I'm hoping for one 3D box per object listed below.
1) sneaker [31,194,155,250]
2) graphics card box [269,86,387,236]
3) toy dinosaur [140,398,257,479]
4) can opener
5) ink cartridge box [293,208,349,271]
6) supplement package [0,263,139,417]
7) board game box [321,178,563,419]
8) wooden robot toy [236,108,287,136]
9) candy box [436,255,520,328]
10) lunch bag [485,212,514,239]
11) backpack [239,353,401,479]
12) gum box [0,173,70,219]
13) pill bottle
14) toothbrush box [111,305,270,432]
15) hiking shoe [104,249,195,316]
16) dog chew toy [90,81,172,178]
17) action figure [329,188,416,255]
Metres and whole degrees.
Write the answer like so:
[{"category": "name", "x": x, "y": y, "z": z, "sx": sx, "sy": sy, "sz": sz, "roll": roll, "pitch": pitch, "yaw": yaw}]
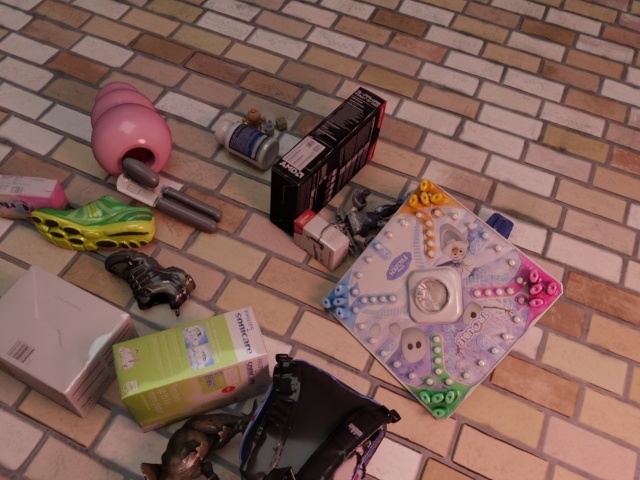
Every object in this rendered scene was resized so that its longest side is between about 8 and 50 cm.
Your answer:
[{"category": "sneaker", "x": -0.563, "y": -0.046, "z": 1.499, "sx": 0.295, "sy": 0.109, "sz": 0.123, "roll": 4, "pitch": 46, "yaw": -8}, {"category": "graphics card box", "x": 0.018, "y": -0.203, "z": 1.548, "sx": 0.094, "sy": 0.233, "sz": 0.371, "roll": 34, "pitch": 61, "yaw": 14}, {"category": "toy dinosaur", "x": -0.244, "y": 0.400, "z": 1.185, "sx": 0.160, "sy": 0.121, "sz": 0.313, "roll": -4, "pitch": 33, "yaw": 34}, {"category": "can opener", "x": -0.382, "y": -0.107, "z": 1.512, "sx": 0.280, "sy": 0.093, "sz": 0.074, "roll": 28, "pitch": 57, "yaw": -10}, {"category": "ink cartridge box", "x": 0.000, "y": 0.000, "z": 1.487, "sx": 0.135, "sy": 0.099, "sz": 0.056, "roll": 36, "pitch": 61, "yaw": 21}, {"category": "supplement package", "x": -0.563, "y": 0.214, "z": 1.284, "sx": 0.262, "sy": 0.145, "sz": 0.204, "roll": 24, "pitch": 57, "yaw": 14}, {"category": "board game box", "x": 0.246, "y": 0.121, "z": 1.312, "sx": 0.390, "sy": 0.050, "sz": 0.390, "roll": 43, "pitch": 100, "yaw": 24}, {"category": "wooden robot toy", "x": -0.182, "y": -0.342, "z": 1.725, "sx": 0.173, "sy": 0.079, "sz": 0.076, "roll": -4, "pitch": 56, "yaw": -5}, {"category": "candy box", "x": 0.358, "y": 0.138, "z": 1.376, "sx": 0.071, "sy": 0.159, "sz": 0.233, "roll": -35, "pitch": 65, "yaw": -25}, {"category": "lunch bag", "x": 0.455, "y": -0.024, "z": 1.548, "sx": 0.067, "sy": 0.065, "sz": 0.098, "roll": 34, "pitch": 61, "yaw": 19}, {"category": "backpack", "x": -0.029, "y": 0.399, "z": 1.147, "sx": 0.276, "sy": 0.213, "sz": 0.263, "roll": 24, "pitch": 47, "yaw": 20}, {"category": "gum box", "x": -0.751, "y": -0.107, "z": 1.517, "sx": 0.188, "sy": 0.107, "sz": 0.062, "roll": 6, "pitch": 55, "yaw": 1}, {"category": "pill bottle", "x": -0.207, "y": -0.273, "z": 1.667, "sx": 0.169, "sy": 0.094, "sz": 0.094, "roll": 28, "pitch": 59, "yaw": 15}, {"category": "toothbrush box", "x": -0.255, "y": 0.266, "z": 1.228, "sx": 0.283, "sy": 0.206, "sz": 0.122, "roll": -16, "pitch": 57, "yaw": -14}, {"category": "hiking shoe", "x": -0.416, "y": 0.100, "z": 1.406, "sx": 0.227, "sy": 0.086, "sz": 0.114, "roll": 17, "pitch": 53, "yaw": 7}, {"category": "dog chew toy", "x": -0.528, "y": -0.314, "z": 1.625, "sx": 0.206, "sy": 0.207, "sz": 0.332, "roll": -19, "pitch": 51, "yaw": -15}, {"category": "action figure", "x": 0.152, "y": -0.058, "z": 1.539, "sx": 0.285, "sy": 0.099, "sz": 0.185, "roll": -12, "pitch": 62, "yaw": -7}]
